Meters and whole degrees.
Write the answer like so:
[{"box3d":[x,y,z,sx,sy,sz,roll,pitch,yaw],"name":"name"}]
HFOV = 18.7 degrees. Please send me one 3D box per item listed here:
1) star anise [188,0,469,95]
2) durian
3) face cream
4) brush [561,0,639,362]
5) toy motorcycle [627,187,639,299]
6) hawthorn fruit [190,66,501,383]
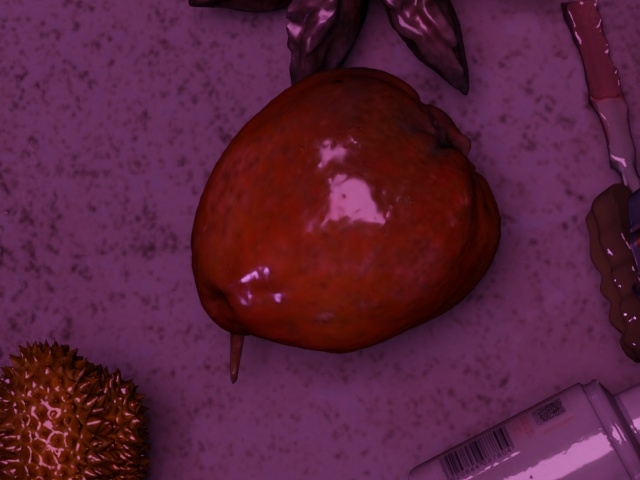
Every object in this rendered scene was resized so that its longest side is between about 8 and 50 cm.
[{"box3d":[0.038,-0.259,1.541,0.332,0.117,0.331,-4,74,14],"name":"star anise"},{"box3d":[-0.193,0.162,1.490,0.137,0.158,0.168,-9,80,25],"name":"durian"},{"box3d":[0.196,0.158,1.441,0.252,0.101,0.101,-28,76,5],"name":"face cream"},{"box3d":[0.234,-0.053,1.499,0.084,0.071,0.301,-11,69,-7],"name":"brush"},{"box3d":[0.363,-0.054,1.397,0.326,0.148,0.221,-23,81,-15],"name":"toy motorcycle"},{"box3d":[0.000,0.000,1.466,0.262,0.210,0.210,-43,75,13],"name":"hawthorn fruit"}]
